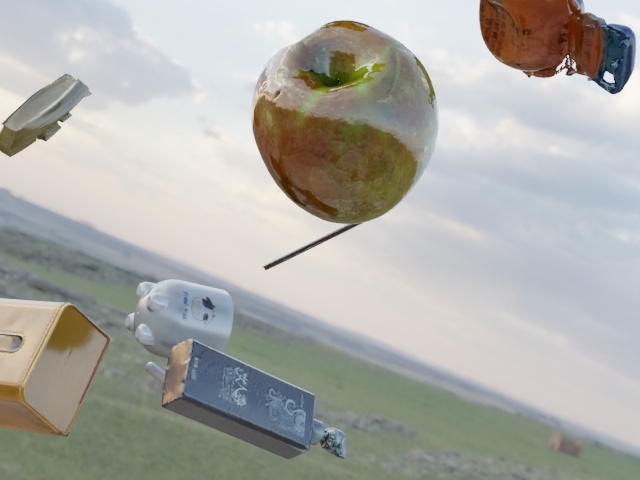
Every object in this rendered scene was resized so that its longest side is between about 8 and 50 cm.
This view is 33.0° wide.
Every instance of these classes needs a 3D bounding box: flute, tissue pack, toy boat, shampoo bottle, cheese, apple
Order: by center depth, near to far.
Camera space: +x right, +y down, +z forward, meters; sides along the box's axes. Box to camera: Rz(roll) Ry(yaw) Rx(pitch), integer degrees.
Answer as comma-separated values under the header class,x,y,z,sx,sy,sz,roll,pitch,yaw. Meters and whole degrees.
class,x,y,z,sx,sy,sz,roll,pitch,yaw
apple,0.031,-0.146,1.405,0.246,0.246,0.226,21,-35,23
shampoo bottle,-0.088,0.247,1.585,0.309,0.098,0.071,30,-43,-32
cheese,0.358,-0.334,1.686,0.329,0.129,0.217,42,-32,45
tissue pack,-0.527,0.202,1.833,0.274,0.194,0.145,1,-36,29
toy boat,-0.479,-0.216,1.887,0.064,0.206,0.072,29,-38,21
flute,0.000,0.000,2.136,0.269,0.014,0.014,-26,-25,20

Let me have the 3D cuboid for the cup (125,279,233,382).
class,x,y,z,sx,sy,sz,roll,pitch,yaw
cup,-0.242,0.151,1.789,0.142,0.174,0.134,16,-6,-30
